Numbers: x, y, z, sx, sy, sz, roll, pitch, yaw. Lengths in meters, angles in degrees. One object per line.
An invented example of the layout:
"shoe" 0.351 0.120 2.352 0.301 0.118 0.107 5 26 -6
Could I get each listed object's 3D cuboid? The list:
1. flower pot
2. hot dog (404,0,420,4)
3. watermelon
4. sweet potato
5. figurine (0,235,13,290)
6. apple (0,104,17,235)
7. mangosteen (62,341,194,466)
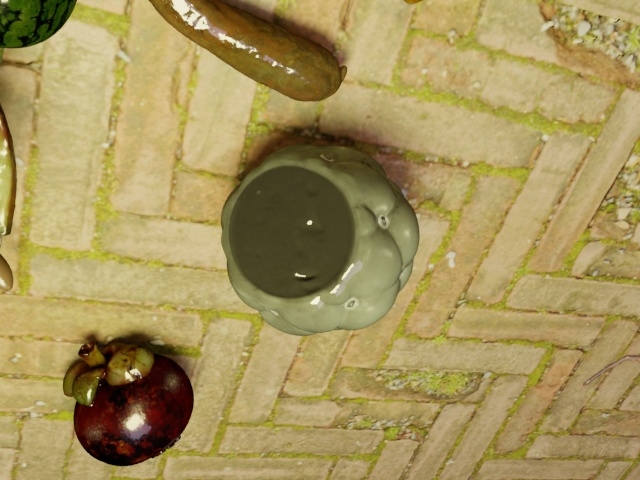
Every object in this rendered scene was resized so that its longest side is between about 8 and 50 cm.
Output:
"flower pot" 0.000 0.000 0.960 0.246 0.246 0.195 -36 163 13
"hot dog" 0.154 -0.311 0.883 0.137 0.028 0.044 -22 126 3
"watermelon" -0.296 -0.236 0.723 0.141 0.140 0.187 2 126 -20
"sweet potato" -0.089 -0.226 0.852 0.274 0.075 0.075 24 119 -28
"figurine" -0.465 0.057 0.892 0.247 0.177 0.172 -18 114 -13
"apple" -0.448 -0.123 0.733 0.346 0.179 0.254 17 145 -14
"mangosteen" -0.283 0.227 1.119 0.200 0.199 0.199 -9 131 -11
